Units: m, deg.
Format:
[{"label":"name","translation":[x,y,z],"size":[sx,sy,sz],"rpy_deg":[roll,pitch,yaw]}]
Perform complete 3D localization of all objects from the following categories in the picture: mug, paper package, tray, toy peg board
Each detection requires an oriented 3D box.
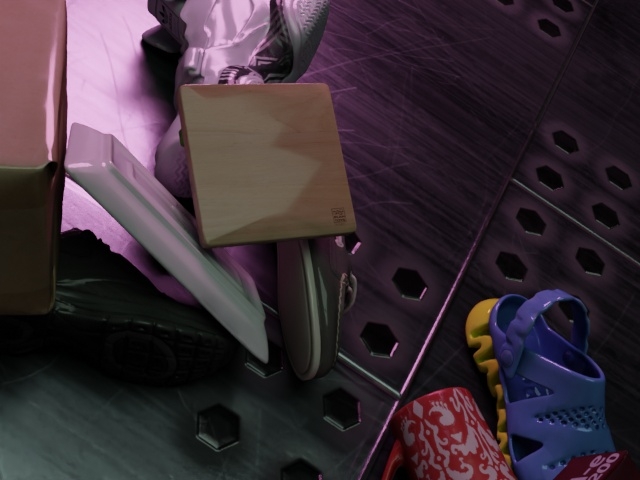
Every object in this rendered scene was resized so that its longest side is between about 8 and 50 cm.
[{"label":"mug","translation":[0.126,0.242,0.864],"size":[0.150,0.113,0.169],"rpy_deg":[0,53,-31]},{"label":"paper package","translation":[-0.390,-0.094,0.759],"size":[0.324,0.168,0.309],"rpy_deg":[1,42,-15]},{"label":"tray","translation":[-0.137,-0.005,0.846],"size":[0.270,0.030,0.145],"rpy_deg":[48,5,-26]},{"label":"toy peg board","translation":[-0.064,-0.069,0.891],"size":[0.161,0.079,0.161],"rpy_deg":[-6,78,-25]}]

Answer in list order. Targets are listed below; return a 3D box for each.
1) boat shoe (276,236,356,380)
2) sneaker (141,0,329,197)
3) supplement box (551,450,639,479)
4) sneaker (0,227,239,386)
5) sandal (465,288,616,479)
[{"label":"boat shoe","translation":[0.000,0.000,0.981],"size":[0.095,0.112,0.335],"rpy_deg":[3,51,-19]},{"label":"sneaker","translation":[-0.149,-0.214,1.060],"size":[0.210,0.137,0.366],"rpy_deg":[26,54,6]},{"label":"supplement box","translation":[0.275,0.327,0.784],"size":[0.130,0.073,0.239],"rpy_deg":[-28,89,-39]},{"label":"sneaker","translation":[-0.212,0.052,0.843],"size":[0.286,0.109,0.130],"rpy_deg":[17,46,-15]},{"label":"sandal","translation":[0.260,0.181,0.960],"size":[0.126,0.138,0.317],"rpy_deg":[-1,58,-30]}]
